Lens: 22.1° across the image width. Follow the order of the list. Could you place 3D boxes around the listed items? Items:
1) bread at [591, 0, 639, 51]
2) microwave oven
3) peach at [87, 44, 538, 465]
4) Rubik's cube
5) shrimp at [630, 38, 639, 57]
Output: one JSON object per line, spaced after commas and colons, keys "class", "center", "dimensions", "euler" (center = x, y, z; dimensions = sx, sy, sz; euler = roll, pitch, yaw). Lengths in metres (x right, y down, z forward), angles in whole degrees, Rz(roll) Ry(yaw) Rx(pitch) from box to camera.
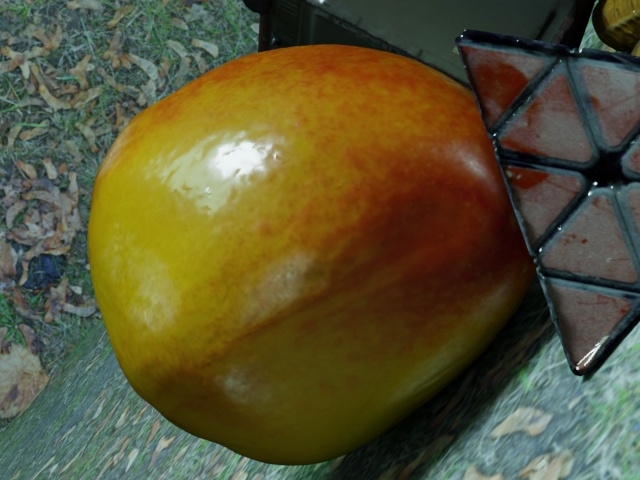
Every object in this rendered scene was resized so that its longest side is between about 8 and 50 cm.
{"class": "bread", "center": [0.260, -0.183, 1.261], "dimensions": [0.044, 0.052, 0.157], "euler": [-49, 9, -18]}
{"class": "microwave oven", "center": [0.083, -0.168, 1.352], "dimensions": [0.178, 0.247, 0.188], "euler": [-55, -11, -28]}
{"class": "peach", "center": [-0.002, -0.005, 1.121], "dimensions": [0.308, 0.289, 0.289], "euler": [-50, 8, 40]}
{"class": "Rubik's cube", "center": [0.164, -0.057, 1.012], "dimensions": [0.211, 0.190, 0.178], "euler": [-45, -7, 2]}
{"class": "shrimp", "center": [0.237, -0.104, 1.056], "dimensions": [0.262, 0.066, 0.117], "euler": [96, -166, -84]}
